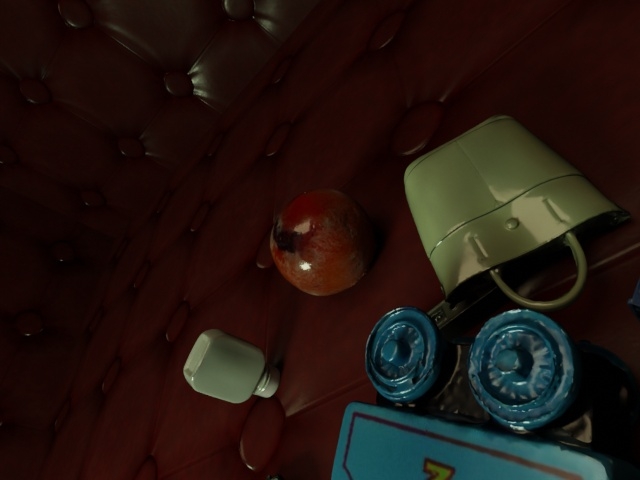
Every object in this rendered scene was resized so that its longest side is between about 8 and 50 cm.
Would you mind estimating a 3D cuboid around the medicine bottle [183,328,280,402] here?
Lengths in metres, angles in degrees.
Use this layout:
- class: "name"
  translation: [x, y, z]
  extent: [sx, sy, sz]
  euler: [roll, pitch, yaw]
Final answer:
- class: "medicine bottle"
  translation: [-0.171, 0.258, 0.907]
  extent: [0.069, 0.183, 0.119]
  euler: [5, 68, 57]

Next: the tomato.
- class: "tomato"
  translation: [0.000, 0.000, 0.886]
  extent: [0.208, 0.184, 0.208]
  euler: [-36, 36, 32]

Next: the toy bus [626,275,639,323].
- class: "toy bus"
  translation: [0.398, 0.061, 0.371]
  extent: [0.236, 0.079, 0.094]
  euler: [3, 65, 56]

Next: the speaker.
- class: "speaker"
  translation: [0.182, 0.120, 0.660]
  extent: [0.191, 0.046, 0.040]
  euler: [-44, 35, 24]

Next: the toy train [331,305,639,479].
- class: "toy train"
  translation: [0.164, 0.214, 0.478]
  extent: [0.300, 0.187, 0.265]
  euler: [-10, 60, 49]

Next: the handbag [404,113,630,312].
- class: "handbag"
  translation: [0.255, -0.025, 0.629]
  extent: [0.241, 0.109, 0.316]
  euler: [-30, 48, 14]

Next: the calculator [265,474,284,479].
- class: "calculator"
  translation: [-0.114, 0.495, 0.694]
  extent: [0.177, 0.040, 0.268]
  euler: [-53, 14, 39]
